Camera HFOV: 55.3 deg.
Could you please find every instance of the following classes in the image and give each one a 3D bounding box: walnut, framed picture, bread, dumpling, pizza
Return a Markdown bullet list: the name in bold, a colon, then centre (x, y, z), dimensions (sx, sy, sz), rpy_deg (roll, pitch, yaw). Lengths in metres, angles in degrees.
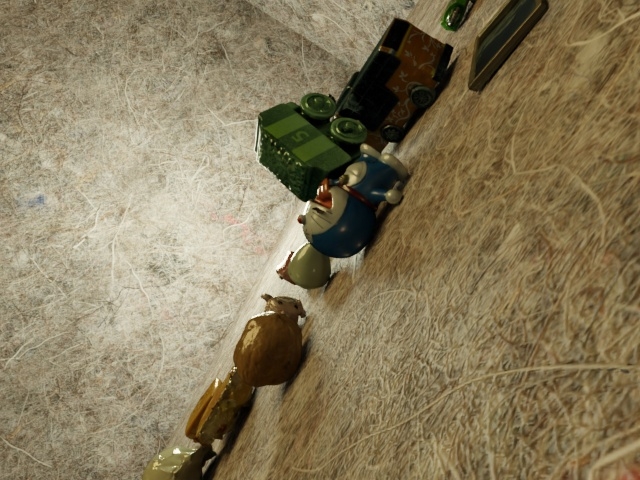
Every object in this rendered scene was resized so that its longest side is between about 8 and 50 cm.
- **walnut**: centre (-0.107, 0.233, 1.297), dimensions (0.166, 0.149, 0.166), rpy_deg (-44, -35, -42)
- **framed picture**: centre (0.353, -0.402, 1.149), dimensions (0.189, 0.023, 0.260), rpy_deg (-50, 12, 40)
- **bread**: centre (-0.366, 0.551, 1.982), dimensions (0.200, 0.077, 0.116), rpy_deg (-56, 7, 12)
- **dumpling**: centre (-0.359, 0.600, 1.579), dimensions (0.193, 0.147, 0.258), rpy_deg (-21, -26, -51)
- **pizza**: centre (-0.239, 0.423, 1.599), dimensions (0.223, 0.089, 0.323), rpy_deg (-56, 4, -2)

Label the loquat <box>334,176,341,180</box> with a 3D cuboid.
- **loquat**: centre (0.066, -0.090, 1.448), dimensions (0.113, 0.137, 0.137), rpy_deg (33, 93, 49)

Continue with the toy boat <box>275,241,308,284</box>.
- **toy boat**: centre (0.000, 0.000, 1.730), dimensions (0.282, 0.096, 0.206), rpy_deg (-49, -5, 10)

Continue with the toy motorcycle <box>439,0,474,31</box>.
- **toy motorcycle**: centre (0.386, -0.654, 1.718), dimensions (0.190, 0.074, 0.106), rpy_deg (-64, 0, -28)

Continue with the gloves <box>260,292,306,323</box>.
- **gloves**: centre (-0.092, 0.194, 1.492), dimensions (0.094, 0.111, 0.144), rpy_deg (-41, 48, 46)

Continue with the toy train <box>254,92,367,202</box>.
- **toy train**: centre (-0.021, -0.237, 1.533), dimensions (0.238, 0.299, 0.166), rpy_deg (-33, -28, -32)

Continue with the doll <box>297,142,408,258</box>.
- **doll**: centre (0.067, -0.083, 1.297), dimensions (0.256, 0.161, 0.215), rpy_deg (-57, 35, -1)

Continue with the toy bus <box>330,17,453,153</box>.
- **toy bus**: centre (0.174, -0.384, 1.568), dimensions (0.323, 0.194, 0.161), rpy_deg (-49, 14, 52)

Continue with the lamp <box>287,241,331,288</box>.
- **lamp**: centre (-0.019, 0.034, 1.453), dimensions (0.106, 0.106, 0.192), rpy_deg (-70, -6, -53)
